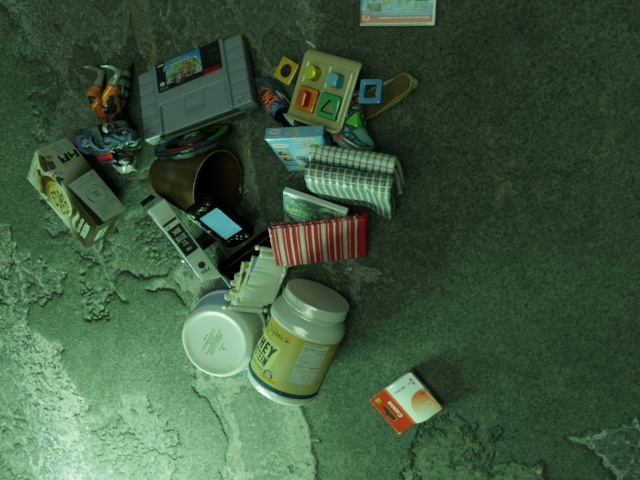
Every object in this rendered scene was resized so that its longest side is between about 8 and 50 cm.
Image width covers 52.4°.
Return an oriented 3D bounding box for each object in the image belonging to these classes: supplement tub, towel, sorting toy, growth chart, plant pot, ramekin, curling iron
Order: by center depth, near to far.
[{"bbox_3d":[0.000,-0.400,1.721,0.348,0.047,0.196,24,100,29],"label":"sorting toy"},{"bbox_3d":[0.094,-0.152,1.725,0.235,0.283,0.121,9,81,12],"label":"towel"},{"bbox_3d":[0.000,0.000,1.829,0.275,0.031,0.199,-6,144,0],"label":"towel"},{"bbox_3d":[-0.062,0.293,1.899,0.228,0.228,0.316,25,107,9],"label":"supplement tub"},{"bbox_3d":[-0.386,-0.176,1.915,0.230,0.215,0.215,14,106,30],"label":"plant pot"},{"bbox_3d":[-0.182,0.119,1.926,0.172,0.021,0.237,19,108,-32],"label":"growth chart"},{"bbox_3d":[-0.328,0.006,2.011,0.274,0.035,0.068,-26,94,19],"label":"curling iron"},{"bbox_3d":[-0.303,0.297,2.020,0.273,0.127,0.273,3,103,14],"label":"ramekin"}]

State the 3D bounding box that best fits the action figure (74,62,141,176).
[{"bbox_3d":[-0.593,-0.357,1.933,0.341,0.178,0.330,11,112,41],"label":"action figure"}]

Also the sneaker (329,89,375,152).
[{"bbox_3d":[0.069,-0.346,1.751,0.262,0.104,0.125,54,133,10],"label":"sneaker"}]

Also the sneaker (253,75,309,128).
[{"bbox_3d":[-0.122,-0.385,1.840,0.221,0.087,0.083,43,109,3],"label":"sneaker"}]

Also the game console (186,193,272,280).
[{"bbox_3d":[-0.245,-0.001,1.871,0.213,0.044,0.361,-37,131,12],"label":"game console"}]

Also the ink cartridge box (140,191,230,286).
[{"bbox_3d":[-0.398,0.014,1.912,0.065,0.165,0.332,-39,112,-12],"label":"ink cartridge box"}]

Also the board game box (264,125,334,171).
[{"bbox_3d":[-0.043,-0.249,1.789,0.160,0.211,0.039,0,73,15],"label":"board game box"}]

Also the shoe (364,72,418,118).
[{"bbox_3d":[0.170,-0.388,1.767,0.219,0.058,0.076,-21,92,37],"label":"shoe"}]

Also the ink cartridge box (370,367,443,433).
[{"bbox_3d":[0.255,0.490,1.954,0.179,0.045,0.145,-42,88,17],"label":"ink cartridge box"}]

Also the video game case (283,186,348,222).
[{"bbox_3d":[-0.016,-0.066,1.858,0.190,0.022,0.173,20,149,11],"label":"video game case"}]

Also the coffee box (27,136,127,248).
[{"bbox_3d":[-0.759,-0.146,2.021,0.297,0.119,0.168,50,139,1],"label":"coffee box"}]

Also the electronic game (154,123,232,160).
[{"bbox_3d":[-0.363,-0.284,1.856,0.229,0.229,0.048,-9,114,17],"label":"electronic game"}]

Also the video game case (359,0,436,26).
[{"bbox_3d":[0.208,-0.712,1.709,0.204,0.025,0.285,4,103,14],"label":"video game case"}]

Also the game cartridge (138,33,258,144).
[{"bbox_3d":[-0.360,-0.435,1.867,0.355,0.068,0.230,-16,77,18],"label":"game cartridge"}]
